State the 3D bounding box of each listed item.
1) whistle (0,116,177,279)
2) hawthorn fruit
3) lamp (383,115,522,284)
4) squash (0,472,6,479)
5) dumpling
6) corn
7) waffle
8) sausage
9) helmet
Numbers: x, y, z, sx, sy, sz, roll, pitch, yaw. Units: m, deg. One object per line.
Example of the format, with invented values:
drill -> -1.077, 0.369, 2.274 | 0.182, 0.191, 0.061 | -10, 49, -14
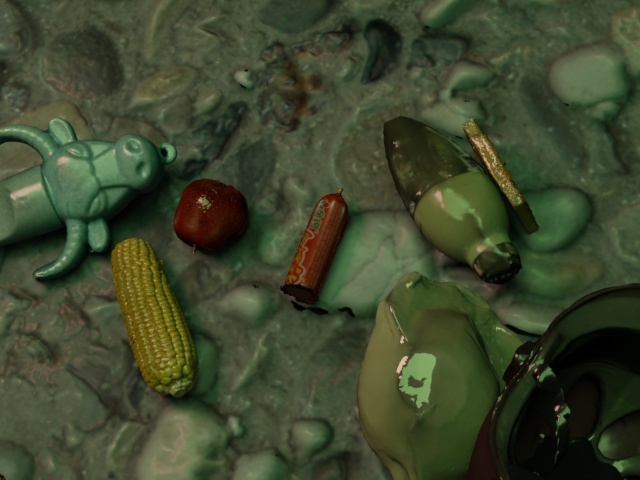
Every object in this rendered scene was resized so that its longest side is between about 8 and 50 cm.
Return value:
whistle -> -0.297, -0.059, 1.777 | 0.274, 0.093, 0.186 | -21, 87, 1
hawthorn fruit -> -0.127, -0.024, 1.735 | 0.093, 0.093, 0.093 | -4, 61, 7
lamp -> 0.144, -0.050, 1.691 | 0.101, 0.101, 0.250 | -28, 58, -6
squash -> -0.437, 0.371, 1.573 | 0.318, 0.071, 0.080 | -42, 62, -14
dumpling -> 0.135, 0.161, 1.557 | 0.193, 0.147, 0.258 | 1, 83, -28
corn -> -0.187, 0.086, 1.692 | 0.067, 0.067, 0.206 | -21, 58, -2
waffle -> 0.201, -0.077, 1.701 | 0.021, 0.092, 0.135 | -32, 62, 5
sausage -> 0.000, 0.000, 1.716 | 0.048, 0.050, 0.145 | 16, 64, 12
helmet -> 0.271, 0.224, 1.458 | 0.271, 0.197, 0.338 | 26, 60, -2
